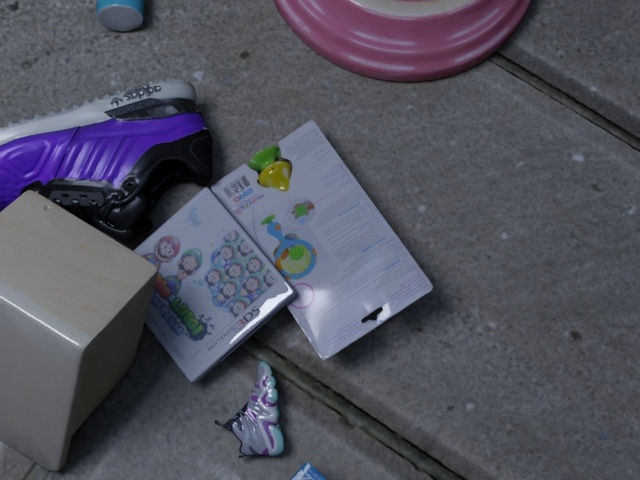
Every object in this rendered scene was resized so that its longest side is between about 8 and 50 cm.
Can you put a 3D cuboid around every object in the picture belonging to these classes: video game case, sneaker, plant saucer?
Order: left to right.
[{"bbox_3d":[-0.249,-0.061,1.045,0.293,0.102,0.146,-22,76,-8],"label":"sneaker"},{"bbox_3d":[-0.126,0.045,1.035,0.143,0.019,0.157,-42,70,2],"label":"video game case"},{"bbox_3d":[-0.076,0.176,1.015,0.069,0.038,0.098,-7,74,-5],"label":"sneaker"},{"bbox_3d":[0.098,-0.352,1.154,0.332,0.084,0.332,1,74,-3],"label":"plant saucer"}]

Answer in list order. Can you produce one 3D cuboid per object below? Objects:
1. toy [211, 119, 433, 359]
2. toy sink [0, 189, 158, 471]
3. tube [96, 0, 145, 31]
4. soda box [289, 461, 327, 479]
[{"bbox_3d":[0.000,0.000,1.060,0.137,0.056,0.237,-33,72,-2],"label":"toy"},{"bbox_3d":[-0.270,0.092,0.971,0.153,0.234,0.131,30,45,7],"label":"toy sink"},{"bbox_3d":[-0.232,-0.348,1.160,0.080,0.052,0.207,1,68,-7],"label":"tube"},{"bbox_3d":[0.041,0.313,0.963,0.210,0.071,0.067,42,77,9],"label":"soda box"}]
